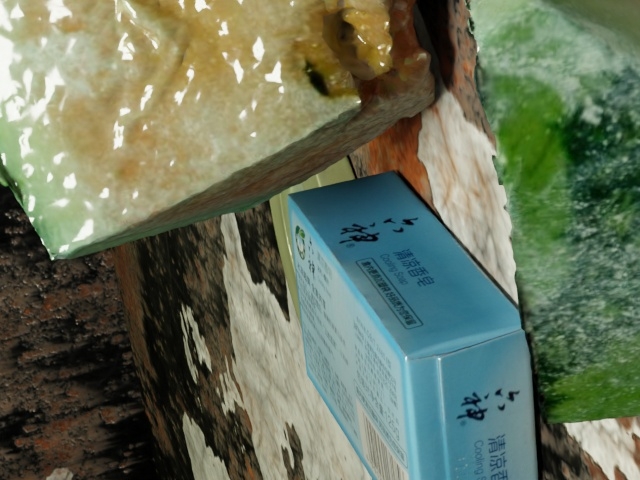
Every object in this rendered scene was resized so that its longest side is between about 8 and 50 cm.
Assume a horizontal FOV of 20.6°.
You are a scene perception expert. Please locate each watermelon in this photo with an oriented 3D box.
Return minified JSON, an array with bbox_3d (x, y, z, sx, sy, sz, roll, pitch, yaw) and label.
[{"bbox_3d":[-0.061,-0.142,1.038,0.151,0.302,0.264,-48,-59,-75],"label":"watermelon"},{"bbox_3d":[0.105,-0.085,0.678,0.193,0.139,0.257,84,175,-47],"label":"watermelon"}]

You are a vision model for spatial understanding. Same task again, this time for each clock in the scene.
[{"bbox_3d":[0.000,0.000,1.372,0.235,0.029,0.235,167,90,-78],"label":"clock"}]

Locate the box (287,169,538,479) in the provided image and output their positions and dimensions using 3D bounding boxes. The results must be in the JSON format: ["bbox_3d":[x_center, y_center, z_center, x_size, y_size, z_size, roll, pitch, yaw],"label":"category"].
[{"bbox_3d":[0.053,0.069,1.096,0.232,0.083,0.143,-124,24,-60],"label":"box"}]
